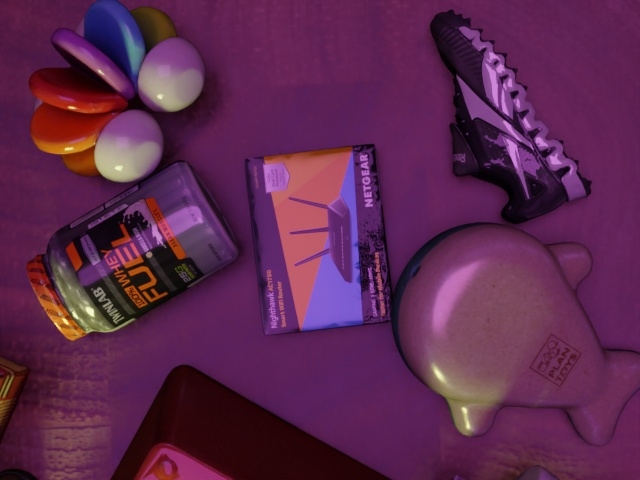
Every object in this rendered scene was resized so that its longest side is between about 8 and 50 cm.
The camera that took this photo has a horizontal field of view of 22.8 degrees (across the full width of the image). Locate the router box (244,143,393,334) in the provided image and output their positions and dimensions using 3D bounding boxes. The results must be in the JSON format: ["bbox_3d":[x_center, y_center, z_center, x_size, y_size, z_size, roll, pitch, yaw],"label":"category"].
[{"bbox_3d":[0.000,0.000,1.591,0.133,0.046,0.179,-7,88,3],"label":"router box"}]

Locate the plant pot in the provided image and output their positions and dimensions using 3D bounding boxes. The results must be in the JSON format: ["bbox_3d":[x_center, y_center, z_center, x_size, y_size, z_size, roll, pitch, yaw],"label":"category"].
[{"bbox_3d":[-0.102,0.298,1.492,0.267,0.236,0.267,29,90,4],"label":"plant pot"}]

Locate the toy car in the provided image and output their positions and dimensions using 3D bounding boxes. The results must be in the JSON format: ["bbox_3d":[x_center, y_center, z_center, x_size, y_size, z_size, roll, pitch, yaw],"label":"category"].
[{"bbox_3d":[-0.216,-0.156,1.543,0.159,0.136,0.182,31,90,38],"label":"toy car"}]

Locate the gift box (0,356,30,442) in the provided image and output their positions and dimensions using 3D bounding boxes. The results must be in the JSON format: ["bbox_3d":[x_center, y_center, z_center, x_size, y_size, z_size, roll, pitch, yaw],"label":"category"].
[{"bbox_3d":[-0.462,0.194,1.509,0.258,0.255,0.276,24,83,2],"label":"gift box"}]

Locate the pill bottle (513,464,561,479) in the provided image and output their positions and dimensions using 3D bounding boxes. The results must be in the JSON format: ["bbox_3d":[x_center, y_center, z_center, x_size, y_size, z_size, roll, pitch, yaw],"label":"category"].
[{"bbox_3d":[0.306,0.400,1.459,0.407,0.229,0.229,39,90,1],"label":"pill bottle"}]

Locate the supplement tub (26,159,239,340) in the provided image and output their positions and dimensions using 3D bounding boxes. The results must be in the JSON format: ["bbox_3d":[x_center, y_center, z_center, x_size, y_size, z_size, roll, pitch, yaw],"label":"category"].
[{"bbox_3d":[-0.186,0.013,1.566,0.190,0.117,0.117,-31,87,2],"label":"supplement tub"}]

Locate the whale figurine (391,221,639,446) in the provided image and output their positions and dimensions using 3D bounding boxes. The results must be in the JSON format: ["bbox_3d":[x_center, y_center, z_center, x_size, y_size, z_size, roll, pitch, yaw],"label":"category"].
[{"bbox_3d":[0.191,0.093,1.551,0.272,0.141,0.216,31,90,-21],"label":"whale figurine"}]

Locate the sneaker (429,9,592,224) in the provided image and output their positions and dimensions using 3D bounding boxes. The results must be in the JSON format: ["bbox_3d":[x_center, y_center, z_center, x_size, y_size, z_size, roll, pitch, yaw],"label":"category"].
[{"bbox_3d":[0.163,-0.116,1.570,0.106,0.078,0.234,-34,88,-1],"label":"sneaker"}]

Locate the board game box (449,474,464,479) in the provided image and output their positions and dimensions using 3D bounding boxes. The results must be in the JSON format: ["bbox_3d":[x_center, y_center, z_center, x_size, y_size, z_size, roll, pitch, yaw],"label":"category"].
[{"bbox_3d":[0.039,0.384,1.453,0.056,0.208,0.347,30,75,6],"label":"board game box"}]

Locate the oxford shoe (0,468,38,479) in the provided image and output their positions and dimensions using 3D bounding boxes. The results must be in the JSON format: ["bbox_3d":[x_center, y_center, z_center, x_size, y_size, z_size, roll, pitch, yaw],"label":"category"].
[{"bbox_3d":[-0.341,0.343,1.575,0.082,0.096,0.227,11,90,2],"label":"oxford shoe"}]
